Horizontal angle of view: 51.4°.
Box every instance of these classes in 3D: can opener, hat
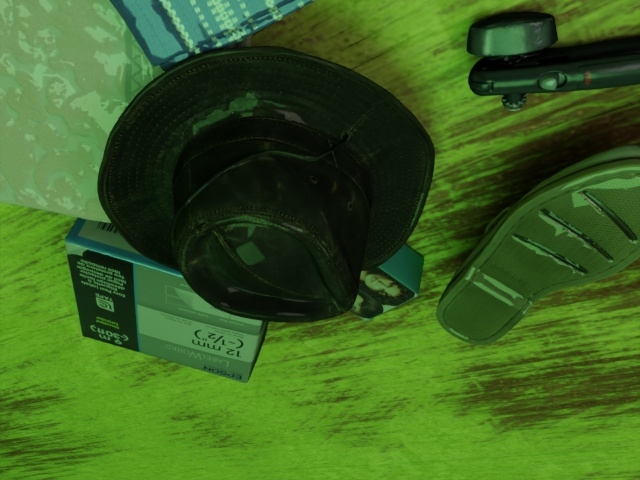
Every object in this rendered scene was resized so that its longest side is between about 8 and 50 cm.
[{"bbox_3d":[0.213,-0.145,0.545,0.186,0.059,0.073,4,139,15],"label":"can opener"},{"bbox_3d":[-0.033,-0.006,0.604,0.331,0.134,0.331,-7,140,-6],"label":"hat"}]

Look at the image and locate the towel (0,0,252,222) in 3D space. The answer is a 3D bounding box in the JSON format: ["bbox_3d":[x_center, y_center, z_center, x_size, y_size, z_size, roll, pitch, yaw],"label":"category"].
[{"bbox_3d":[-0.229,-0.148,0.616,0.316,0.053,0.332,12,131,-2],"label":"towel"}]

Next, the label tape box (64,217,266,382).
[{"bbox_3d":[-0.199,0.099,0.930,0.249,0.115,0.348,16,139,-1],"label":"label tape box"}]

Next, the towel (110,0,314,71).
[{"bbox_3d":[-0.039,-0.277,0.434,0.335,0.040,0.243,-20,123,19],"label":"towel"}]

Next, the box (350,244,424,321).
[{"bbox_3d":[0.000,0.000,0.787,0.244,0.060,0.100,34,138,-21],"label":"box"}]

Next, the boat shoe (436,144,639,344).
[{"bbox_3d":[0.224,-0.005,0.674,0.113,0.103,0.302,37,139,-5],"label":"boat shoe"}]
